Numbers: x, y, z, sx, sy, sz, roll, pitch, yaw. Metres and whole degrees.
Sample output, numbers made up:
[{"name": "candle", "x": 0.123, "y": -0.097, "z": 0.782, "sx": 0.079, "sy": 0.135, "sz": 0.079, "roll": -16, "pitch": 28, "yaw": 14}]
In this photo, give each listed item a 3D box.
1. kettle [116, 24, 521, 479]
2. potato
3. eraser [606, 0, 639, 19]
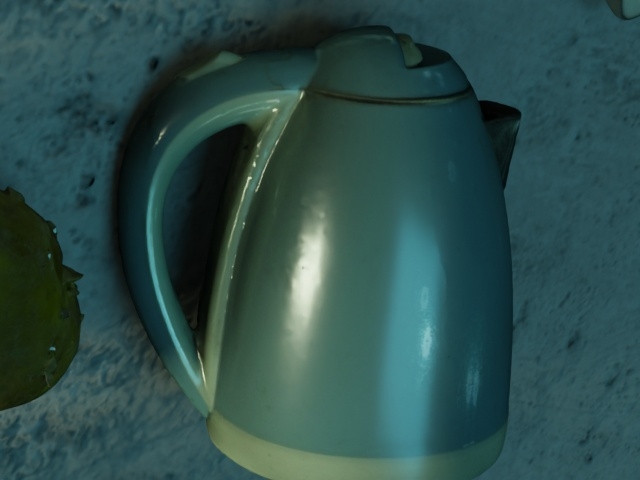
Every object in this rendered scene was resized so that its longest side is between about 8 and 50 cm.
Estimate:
[{"name": "kettle", "x": 0.000, "y": 0.000, "z": 1.344, "sx": 0.319, "sy": 0.247, "sz": 0.342, "roll": -1, "pitch": 109, "yaw": -10}, {"name": "potato", "x": -0.282, "y": 0.039, "z": 1.179, "sx": 0.296, "sy": 0.141, "sz": 0.191, "roll": 22, "pitch": 101, "yaw": -46}, {"name": "eraser", "x": 0.274, "y": -0.365, "z": 1.457, "sx": 0.089, "sy": 0.061, "sz": 0.352, "roll": -24, "pitch": 128, "yaw": -27}]
